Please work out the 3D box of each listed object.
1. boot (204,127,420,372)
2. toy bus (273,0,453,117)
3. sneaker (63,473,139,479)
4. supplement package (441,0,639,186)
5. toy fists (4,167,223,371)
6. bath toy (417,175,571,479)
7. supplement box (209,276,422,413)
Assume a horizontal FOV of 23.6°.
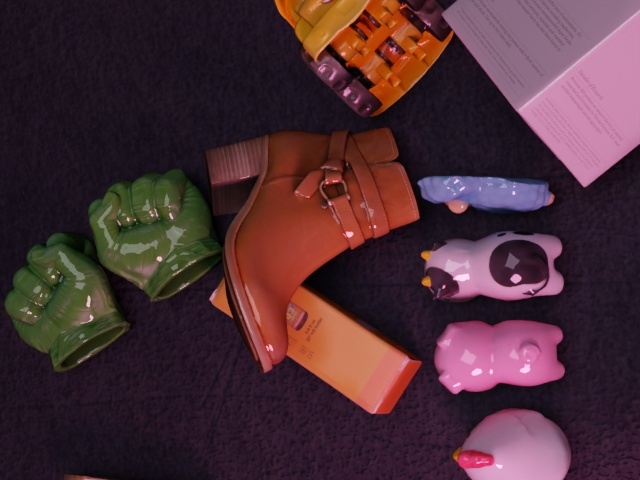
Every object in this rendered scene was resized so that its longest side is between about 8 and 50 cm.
[{"bbox_3d":[0.000,0.000,1.663,0.220,0.109,0.283,-8,55,-6],"label":"boot"},{"bbox_3d":[0.018,-0.265,1.667,0.149,0.220,0.211,-45,69,6],"label":"toy bus"},{"bbox_3d":[-0.212,0.320,1.765,0.192,0.064,0.086,5,82,14],"label":"sneaker"},{"bbox_3d":[0.310,-0.235,1.564,0.293,0.175,0.177,-39,49,11],"label":"supplement package"},{"bbox_3d":[-0.250,0.026,1.786,0.279,0.096,0.142,-37,75,13],"label":"toy fists"},{"bbox_3d":[0.177,0.103,1.631,0.151,0.129,0.348,-13,79,50],"label":"bath toy"},{"bbox_3d":[-0.006,0.100,1.714,0.233,0.080,0.078,34,95,15],"label":"supplement box"}]
